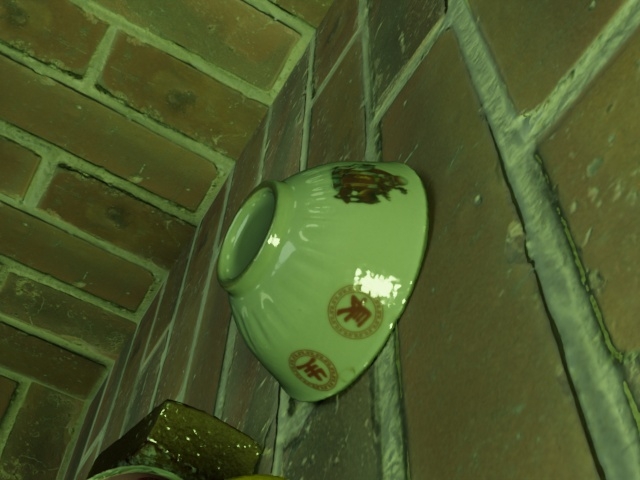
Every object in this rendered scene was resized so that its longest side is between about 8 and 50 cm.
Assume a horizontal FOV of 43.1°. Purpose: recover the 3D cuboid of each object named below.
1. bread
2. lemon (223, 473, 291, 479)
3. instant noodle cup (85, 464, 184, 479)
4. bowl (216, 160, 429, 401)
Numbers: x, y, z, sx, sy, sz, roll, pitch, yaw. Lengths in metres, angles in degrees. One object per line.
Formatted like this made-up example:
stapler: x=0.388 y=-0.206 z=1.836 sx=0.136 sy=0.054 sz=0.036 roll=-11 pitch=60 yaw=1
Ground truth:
bread: x=-0.243 y=0.357 z=1.232 sx=0.416 sy=0.165 sz=0.113 roll=-43 pitch=24 yaw=52
lemon: x=-0.066 y=0.298 z=0.724 sx=0.173 sy=0.206 sz=0.173 roll=-10 pitch=75 yaw=39
instant noodle cup: x=-0.184 y=0.381 z=0.910 sx=0.231 sy=0.243 sz=0.243 roll=-21 pitch=45 yaw=58
bowl: x=-0.028 y=0.020 z=1.025 sx=0.337 sy=0.157 sz=0.337 roll=-44 pitch=31 yaw=36
